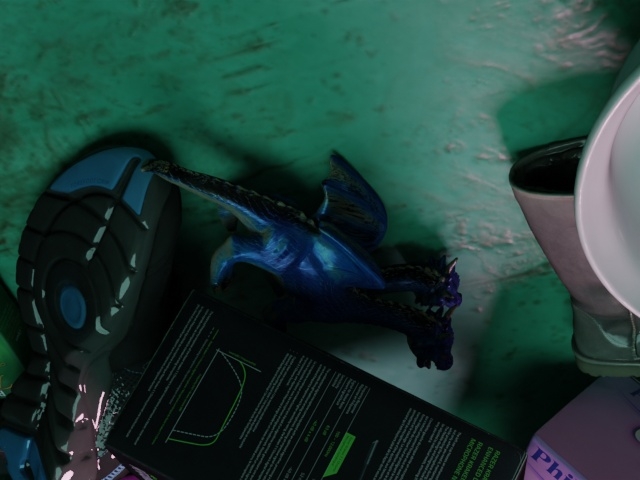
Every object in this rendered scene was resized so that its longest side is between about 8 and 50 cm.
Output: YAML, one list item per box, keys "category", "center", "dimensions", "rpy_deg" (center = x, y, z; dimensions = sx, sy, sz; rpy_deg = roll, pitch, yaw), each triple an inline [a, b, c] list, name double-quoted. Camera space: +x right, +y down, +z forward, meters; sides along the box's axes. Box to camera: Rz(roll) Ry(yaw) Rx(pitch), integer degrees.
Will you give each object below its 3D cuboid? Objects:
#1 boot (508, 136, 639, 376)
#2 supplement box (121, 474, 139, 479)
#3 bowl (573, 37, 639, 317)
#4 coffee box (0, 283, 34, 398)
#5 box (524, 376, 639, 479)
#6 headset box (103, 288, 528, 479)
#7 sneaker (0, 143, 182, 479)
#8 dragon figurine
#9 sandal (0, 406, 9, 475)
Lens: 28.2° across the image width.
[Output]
- category: "boot"
  center: [0.246, 0.011, 0.917]
  dimensions: [0.189, 0.076, 0.208]
  rpy_deg: [-9, 127, 14]
- category: "supplement box"
  center: [-0.228, 0.287, 1.209]
  dimensions: [0.220, 0.114, 0.111]
  rpy_deg: [-11, 169, 20]
- category: "bowl"
  center: [0.297, -0.072, 0.762]
  dimensions: [0.297, 0.134, 0.298]
  rpy_deg: [3, 135, 3]
- category: "coffee box"
  center: [-0.312, 0.065, 1.066]
  dimensions: [0.113, 0.040, 0.184]
  rpy_deg: [-7, 134, 18]
- category: "box"
  center: [0.260, 0.268, 1.064]
  dimensions: [0.213, 0.117, 0.243]
  rpy_deg: [41, 142, 24]
- category: "headset box"
  center: [0.016, 0.185, 0.955]
  dimensions: [0.283, 0.131, 0.246]
  rpy_deg: [25, 163, 14]
- category: "sneaker"
  center: [-0.160, 0.064, 1.009]
  dimensions: [0.139, 0.125, 0.341]
  rpy_deg: [-14, 137, -40]
- category: "dragon figurine"
  center: [0.000, 0.000, 0.920]
  dimensions: [0.144, 0.085, 0.289]
  rpy_deg: [-18, 132, 24]
- category: "sandal"
  center: [-0.419, 0.199, 1.141]
  dimensions: [0.445, 0.107, 0.167]
  rpy_deg: [3, 160, 5]
